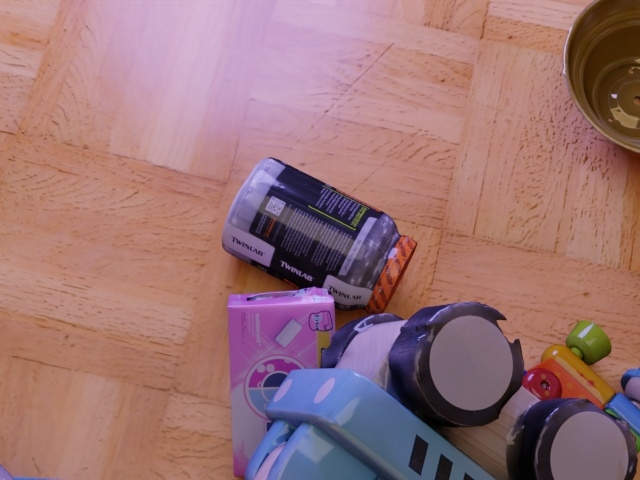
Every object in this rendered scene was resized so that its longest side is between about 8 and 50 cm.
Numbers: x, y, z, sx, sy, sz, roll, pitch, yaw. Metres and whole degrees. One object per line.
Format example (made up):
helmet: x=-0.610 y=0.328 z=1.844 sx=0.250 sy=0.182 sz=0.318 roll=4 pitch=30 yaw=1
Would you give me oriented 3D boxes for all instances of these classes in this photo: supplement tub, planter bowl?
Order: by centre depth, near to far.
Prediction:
supplement tub: x=0.000 y=0.000 z=1.276 sx=0.190 sy=0.117 sz=0.117 roll=27 pitch=72 yaw=8
planter bowl: x=0.376 y=-0.177 z=1.366 sx=0.217 sy=0.090 sz=0.217 roll=1 pitch=70 yaw=-2

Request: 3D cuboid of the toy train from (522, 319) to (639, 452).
toy train: x=0.247 y=0.134 z=1.254 sx=0.248 sy=0.105 sz=0.143 roll=43 pitch=64 yaw=12

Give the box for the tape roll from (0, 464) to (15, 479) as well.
tape roll: x=-0.395 y=0.287 z=1.036 sx=0.286 sy=0.100 sz=0.286 roll=0 pitch=71 yaw=-1

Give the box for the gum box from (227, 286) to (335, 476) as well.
gum box: x=-0.038 y=0.140 z=1.214 sx=0.107 sy=0.062 sz=0.188 roll=-2 pitch=99 yaw=-3

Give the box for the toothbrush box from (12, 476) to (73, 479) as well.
toothbrush box: x=-0.381 y=0.335 z=1.138 sx=0.295 sy=0.126 sz=0.216 roll=3 pitch=72 yaw=-2

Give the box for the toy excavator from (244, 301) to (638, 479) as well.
toy excavator: x=-0.008 y=0.245 z=1.031 sx=0.433 sy=0.222 sz=0.445 roll=38 pitch=71 yaw=-13
